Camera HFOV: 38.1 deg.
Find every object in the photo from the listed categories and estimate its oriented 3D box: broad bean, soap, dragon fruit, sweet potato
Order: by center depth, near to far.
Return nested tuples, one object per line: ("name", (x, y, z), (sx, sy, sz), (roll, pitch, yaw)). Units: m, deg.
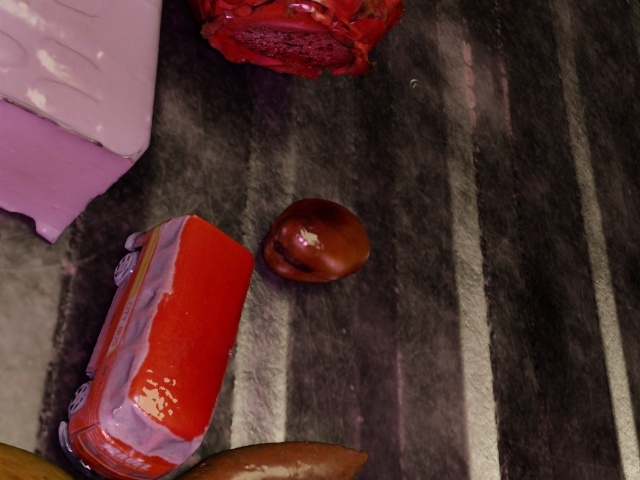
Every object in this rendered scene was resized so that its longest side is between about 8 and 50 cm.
("sweet potato", (-0.094, 0.241, 0.872), (0.346, 0.108, 0.079), (-6, 73, -53))
("soap", (-0.292, -0.190, 0.877), (0.258, 0.159, 0.302), (23, 52, -35))
("broad bean", (0.000, 0.000, 1.134), (0.114, 0.084, 0.165), (58, 33, 0))
("dragon fruit", (-0.028, -0.349, 1.150), (0.296, 0.296, 0.301), (34, 53, -30))

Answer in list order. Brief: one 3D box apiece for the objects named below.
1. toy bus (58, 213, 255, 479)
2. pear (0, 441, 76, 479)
("toy bus", (-0.148, 0.100, 0.886), (0.121, 0.120, 0.265), (37, 45, -26))
("pear", (-0.259, 0.266, 0.554), (0.304, 0.304, 0.303), (25, 52, -36))
